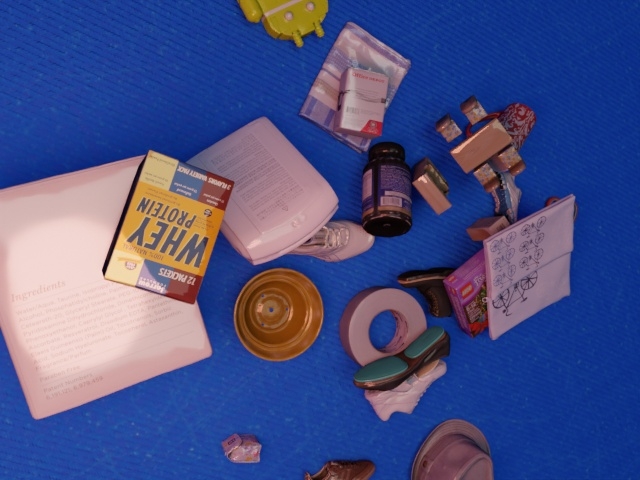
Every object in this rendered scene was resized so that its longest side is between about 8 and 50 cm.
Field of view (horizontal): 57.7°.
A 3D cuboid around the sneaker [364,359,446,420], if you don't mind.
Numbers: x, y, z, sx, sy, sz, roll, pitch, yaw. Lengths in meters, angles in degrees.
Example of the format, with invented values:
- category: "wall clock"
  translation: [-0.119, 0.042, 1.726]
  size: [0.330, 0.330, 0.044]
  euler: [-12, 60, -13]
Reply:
- category: "sneaker"
  translation: [0.233, 0.390, 1.524]
  size: [0.232, 0.090, 0.115]
  euler: [-25, 105, -8]

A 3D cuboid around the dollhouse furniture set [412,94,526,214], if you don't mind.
- category: "dollhouse furniture set"
  translation: [0.358, -0.198, 1.449]
  size: [0.242, 0.161, 0.212]
  euler: [-36, 104, 23]

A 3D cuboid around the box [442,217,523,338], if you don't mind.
- category: "box"
  translation: [0.476, 0.102, 1.564]
  size: [0.293, 0.057, 0.201]
  euler: [-37, 126, -13]

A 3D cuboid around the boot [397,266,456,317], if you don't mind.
- category: "boot"
  translation: [0.284, 0.146, 1.519]
  size: [0.198, 0.077, 0.137]
  euler: [-3, 97, -34]

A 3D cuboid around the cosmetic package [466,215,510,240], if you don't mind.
- category: "cosmetic package"
  translation: [0.453, -0.032, 1.567]
  size: [0.060, 0.115, 0.041]
  euler: [-37, 99, -14]

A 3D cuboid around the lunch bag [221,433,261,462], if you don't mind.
- category: "lunch bag"
  translation: [-0.189, 0.492, 1.378]
  size: [0.083, 0.071, 0.053]
  euler: [5, 91, -18]

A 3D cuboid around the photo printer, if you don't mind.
- category: "photo printer"
  translation: [-0.129, -0.107, 1.295]
  size: [0.256, 0.107, 0.307]
  euler: [-35, 66, -15]

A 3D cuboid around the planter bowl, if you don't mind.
- category: "planter bowl"
  translation: [-0.109, 0.172, 1.390]
  size: [0.217, 0.090, 0.217]
  euler: [0, 91, -20]

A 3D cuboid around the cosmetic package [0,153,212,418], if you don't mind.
- category: "cosmetic package"
  translation: [-0.443, 0.072, 1.148]
  size: [0.327, 0.329, 0.394]
  euler: [-18, 97, -18]

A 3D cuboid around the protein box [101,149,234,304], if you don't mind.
- category: "protein box"
  translation: [-0.253, -0.018, 0.936]
  size: [0.136, 0.201, 0.200]
  euler: [20, 83, -21]

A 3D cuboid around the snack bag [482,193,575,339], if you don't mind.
- category: "snack bag"
  translation: [0.561, 0.082, 1.548]
  size: [0.323, 0.037, 0.343]
  euler: [-25, 123, -22]

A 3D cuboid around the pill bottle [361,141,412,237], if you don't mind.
- category: "pill bottle"
  translation: [0.164, -0.128, 1.437]
  size: [0.122, 0.123, 0.219]
  euler: [12, 64, -19]

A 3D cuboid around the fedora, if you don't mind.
- category: "fedora"
  translation: [0.375, 0.631, 1.547]
  size: [0.243, 0.124, 0.275]
  euler: [40, 79, -16]

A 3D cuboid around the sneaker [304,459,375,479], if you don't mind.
- category: "sneaker"
  translation: [0.049, 0.587, 1.465]
  size: [0.188, 0.066, 0.071]
  euler: [-19, 96, -18]

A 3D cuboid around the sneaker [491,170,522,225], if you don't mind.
- category: "sneaker"
  translation: [0.532, -0.103, 1.621]
  size: [0.083, 0.071, 0.191]
  euler: [-11, 95, -24]

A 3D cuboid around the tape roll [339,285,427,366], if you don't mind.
- category: "tape roll"
  translation: [0.161, 0.229, 1.495]
  size: [0.219, 0.072, 0.219]
  euler: [0, 90, -19]

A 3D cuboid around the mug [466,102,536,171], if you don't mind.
- category: "mug"
  translation: [0.495, -0.297, 1.579]
  size: [0.150, 0.113, 0.169]
  euler: [43, 71, -12]

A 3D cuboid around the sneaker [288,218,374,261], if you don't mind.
- category: "sneaker"
  translation: [0.000, 0.000, 1.406]
  size: [0.297, 0.129, 0.111]
  euler: [-1, 90, -20]

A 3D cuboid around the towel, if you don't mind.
- category: "towel"
  translation: [0.093, -0.390, 1.481]
  size: [0.209, 0.034, 0.285]
  euler: [30, 82, -16]

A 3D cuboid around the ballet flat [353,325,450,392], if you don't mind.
- category: "ballet flat"
  translation: [0.213, 0.315, 1.430]
  size: [0.280, 0.095, 0.096]
  euler: [-26, 111, -17]

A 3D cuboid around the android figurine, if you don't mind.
- category: "android figurine"
  translation: [-0.085, -0.605, 1.406]
  size: [0.248, 0.056, 0.273]
  euler: [-29, 98, -17]

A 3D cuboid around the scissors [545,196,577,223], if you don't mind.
- category: "scissors"
  translation: [0.671, 0.011, 1.693]
  size: [0.109, 0.021, 0.297]
  euler: [21, 84, -18]

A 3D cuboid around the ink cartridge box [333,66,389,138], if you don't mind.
- category: "ink cartridge box"
  translation: [0.100, -0.337, 1.435]
  size: [0.109, 0.063, 0.150]
  euler: [9, 89, -15]
